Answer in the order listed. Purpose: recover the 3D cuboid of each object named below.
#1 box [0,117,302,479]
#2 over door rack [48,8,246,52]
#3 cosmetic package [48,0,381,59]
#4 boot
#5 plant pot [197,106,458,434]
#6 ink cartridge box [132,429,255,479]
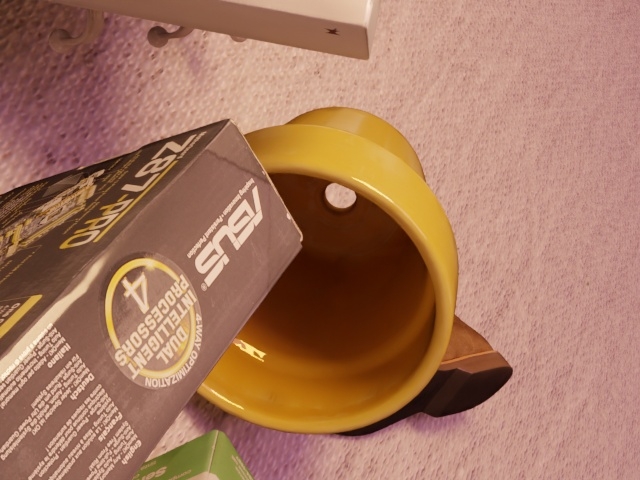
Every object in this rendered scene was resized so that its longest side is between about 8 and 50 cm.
[{"bbox_3d":[-0.227,0.102,0.521,0.097,0.318,0.395,59,39,-21],"label":"box"},{"bbox_3d":[-0.201,-0.301,0.896,0.239,0.108,0.324,-20,79,-54],"label":"over door rack"},{"bbox_3d":[-0.122,-0.301,0.719,0.097,0.377,0.284,62,40,-83],"label":"cosmetic package"},{"bbox_3d":[0.067,0.123,1.096,0.305,0.112,0.115,3,45,-47],"label":"boot"},{"bbox_3d":[0.000,0.000,0.928,0.254,0.254,0.239,59,24,-18],"label":"plant pot"},{"bbox_3d":[-0.080,0.294,0.710,0.201,0.117,0.278,61,11,-17],"label":"ink cartridge box"}]
